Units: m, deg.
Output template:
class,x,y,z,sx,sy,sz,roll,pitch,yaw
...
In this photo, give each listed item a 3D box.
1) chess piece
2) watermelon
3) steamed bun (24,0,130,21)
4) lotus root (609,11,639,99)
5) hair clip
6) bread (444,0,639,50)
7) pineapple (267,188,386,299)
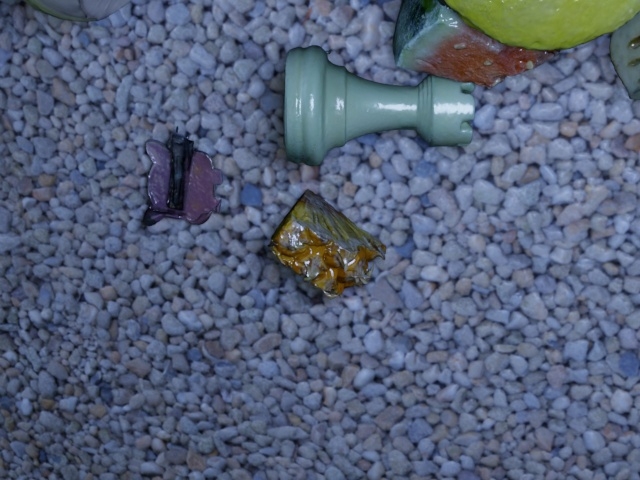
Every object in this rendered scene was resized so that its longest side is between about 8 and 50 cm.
class,x,y,z,sx,sy,sz,roll,pitch,yaw
chess piece,0.094,-0.213,1.673,0.299,0.194,0.194,2,108,3
watermelon,0.249,-0.308,1.610,0.257,0.193,0.139,15,124,-8
steamed bun,-0.410,-0.515,1.629,0.309,0.309,0.309,4,108,12
lotus root,0.591,-0.334,1.496,0.267,0.260,0.149,-53,49,50
hair clip,-0.244,-0.111,1.846,0.146,0.056,0.187,8,117,9
bread,0.316,-0.451,1.471,0.348,0.308,0.348,3,106,9
pineapple,0.000,0.000,1.773,0.114,0.186,0.236,-46,136,16
